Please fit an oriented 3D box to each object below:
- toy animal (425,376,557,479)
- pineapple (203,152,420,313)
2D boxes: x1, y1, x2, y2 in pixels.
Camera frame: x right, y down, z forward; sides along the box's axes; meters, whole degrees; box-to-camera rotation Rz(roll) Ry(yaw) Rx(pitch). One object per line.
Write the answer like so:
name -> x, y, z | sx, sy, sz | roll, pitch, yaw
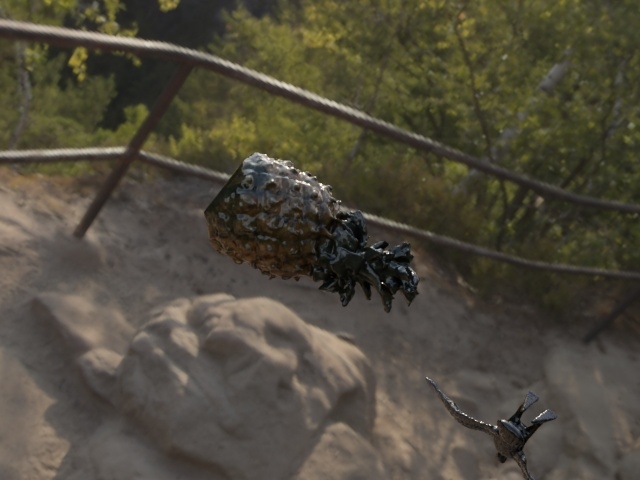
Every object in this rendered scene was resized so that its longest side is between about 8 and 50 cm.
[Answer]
toy animal -> 0.196, 0.204, 0.792 | 0.220, 0.108, 0.062 | 41, 55, 21
pineapple -> 0.000, 0.000, 0.675 | 0.197, 0.108, 0.108 | 26, 21, 1
